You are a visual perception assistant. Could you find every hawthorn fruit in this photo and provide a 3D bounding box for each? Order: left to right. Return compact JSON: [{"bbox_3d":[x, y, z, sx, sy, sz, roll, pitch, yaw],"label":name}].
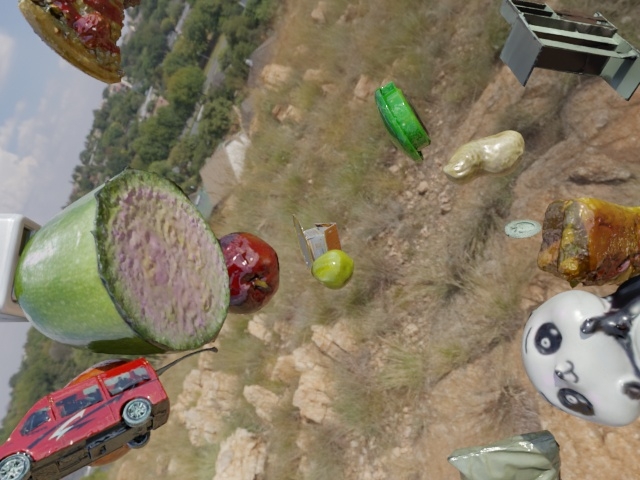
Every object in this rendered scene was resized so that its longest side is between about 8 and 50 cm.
[{"bbox_3d":[-0.310,0.245,0.713,0.285,0.165,0.165,-40,33,-4],"label":"hawthorn fruit"},{"bbox_3d":[-0.196,0.095,1.113,0.266,0.210,0.230,10,75,47],"label":"hawthorn fruit"}]

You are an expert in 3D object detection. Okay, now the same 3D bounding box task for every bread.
[{"bbox_3d":[0.643,0.014,0.891,0.109,0.381,0.185,-172,86,-70],"label":"bread"}]

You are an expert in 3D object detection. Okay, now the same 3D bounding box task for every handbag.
[{"bbox_3d":[0.464,0.599,1.016,0.253,0.315,0.109,-18,24,7],"label":"handbag"}]

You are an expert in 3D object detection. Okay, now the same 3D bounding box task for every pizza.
[{"bbox_3d":[-0.391,-0.393,0.721,0.062,0.188,0.198,8,74,30],"label":"pizza"}]

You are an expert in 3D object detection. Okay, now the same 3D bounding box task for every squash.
[{"bbox_3d":[-0.364,0.077,0.697,0.309,0.310,0.310,-21,51,14],"label":"squash"}]

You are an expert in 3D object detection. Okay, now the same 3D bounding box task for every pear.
[{"bbox_3d":[0.028,0.063,0.946,0.092,0.097,0.092,9,-90,-89],"label":"pear"}]

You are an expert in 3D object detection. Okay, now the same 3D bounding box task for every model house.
[{"bbox_3d":[0.000,0.000,1.487,0.207,0.136,0.219,-137,32,-70],"label":"model house"}]

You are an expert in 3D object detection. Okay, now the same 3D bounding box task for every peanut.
[{"bbox_3d":[0.481,-0.239,1.225,0.254,0.122,0.137,-14,38,4],"label":"peanut"}]

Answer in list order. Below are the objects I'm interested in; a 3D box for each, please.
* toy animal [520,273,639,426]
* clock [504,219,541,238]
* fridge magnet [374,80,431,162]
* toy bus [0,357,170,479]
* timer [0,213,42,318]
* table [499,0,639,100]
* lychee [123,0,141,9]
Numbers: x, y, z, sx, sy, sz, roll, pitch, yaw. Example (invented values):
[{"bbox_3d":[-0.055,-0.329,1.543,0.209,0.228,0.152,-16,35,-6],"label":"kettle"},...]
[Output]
[{"bbox_3d":[0.529,0.195,0.748,0.310,0.251,0.250,-22,56,36],"label":"toy animal"},{"bbox_3d":[0.503,-0.030,1.036,0.083,0.010,0.074,-7,35,22],"label":"clock"},{"bbox_3d":[0.201,-0.285,1.017,0.088,0.208,0.207,-30,48,23],"label":"fridge magnet"},{"bbox_3d":[-0.285,0.222,0.494,0.089,0.195,0.081,48,138,29],"label":"toy bus"},{"bbox_3d":[-0.669,0.061,0.843,0.194,0.195,0.192,105,164,-73],"label":"timer"},{"bbox_3d":[0.335,-0.270,0.580,0.062,0.146,0.175,101,174,-45],"label":"table"},{"bbox_3d":[-0.549,-0.710,1.025,0.271,0.272,0.271,-33,49,47],"label":"lychee"}]
